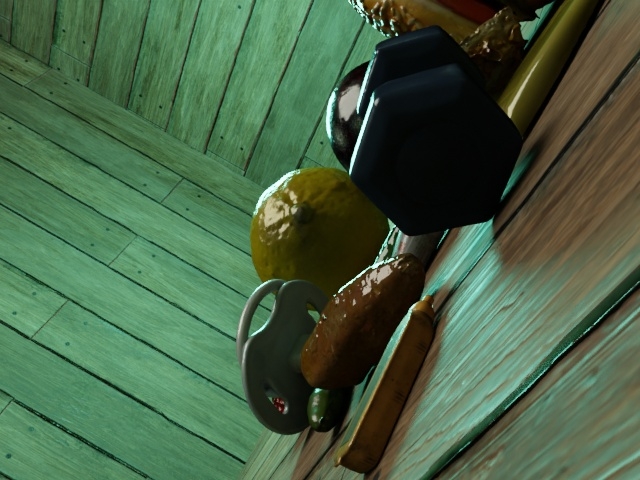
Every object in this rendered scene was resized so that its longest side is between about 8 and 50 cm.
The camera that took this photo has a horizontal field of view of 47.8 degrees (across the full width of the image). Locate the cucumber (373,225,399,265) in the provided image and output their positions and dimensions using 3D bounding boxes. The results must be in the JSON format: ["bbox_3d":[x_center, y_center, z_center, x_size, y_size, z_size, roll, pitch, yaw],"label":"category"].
[{"bbox_3d":[0.119,0.014,1.052,0.250,0.056,0.056,-61,-1,-6],"label":"cucumber"}]

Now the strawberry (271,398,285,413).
[{"bbox_3d":[-0.037,0.271,1.349,0.145,0.086,0.145,-156,90,-87],"label":"strawberry"}]

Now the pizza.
[{"bbox_3d":[0.223,-0.231,0.953,0.182,0.062,0.161,-24,-37,-35],"label":"pizza"}]

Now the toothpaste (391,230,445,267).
[{"bbox_3d":[0.111,0.033,0.924,0.089,0.057,0.234,-71,2,-79],"label":"toothpaste"}]

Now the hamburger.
[{"bbox_3d":[0.216,-0.419,1.178,0.250,0.330,0.330,-54,2,24],"label":"hamburger"}]

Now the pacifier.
[{"bbox_3d":[-0.016,0.176,1.192,0.207,0.227,0.279,-10,35,36],"label":"pacifier"}]

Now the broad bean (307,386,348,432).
[{"bbox_3d":[0.015,0.201,0.980,0.254,0.046,0.065,-36,-31,-83],"label":"broad bean"}]

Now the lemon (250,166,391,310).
[{"bbox_3d":[0.000,0.001,1.549,0.336,0.336,0.336,-60,-1,-2],"label":"lemon"}]

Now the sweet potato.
[{"bbox_3d":[0.052,0.096,0.832,0.252,0.097,0.097,-54,3,43],"label":"sweet potato"}]

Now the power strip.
[{"bbox_3d":[0.061,0.119,0.620,0.178,0.028,0.049,-60,-2,-30],"label":"power strip"}]

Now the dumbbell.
[{"bbox_3d":[0.113,-0.131,0.773,0.325,0.144,0.160,-78,3,-66],"label":"dumbbell"}]

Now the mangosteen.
[{"bbox_3d":[0.154,-0.233,1.433,0.288,0.288,0.288,-60,-1,-2],"label":"mangosteen"}]

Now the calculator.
[{"bbox_3d":[0.247,-0.203,0.796,0.237,0.033,0.157,-58,-2,-7],"label":"calculator"}]
